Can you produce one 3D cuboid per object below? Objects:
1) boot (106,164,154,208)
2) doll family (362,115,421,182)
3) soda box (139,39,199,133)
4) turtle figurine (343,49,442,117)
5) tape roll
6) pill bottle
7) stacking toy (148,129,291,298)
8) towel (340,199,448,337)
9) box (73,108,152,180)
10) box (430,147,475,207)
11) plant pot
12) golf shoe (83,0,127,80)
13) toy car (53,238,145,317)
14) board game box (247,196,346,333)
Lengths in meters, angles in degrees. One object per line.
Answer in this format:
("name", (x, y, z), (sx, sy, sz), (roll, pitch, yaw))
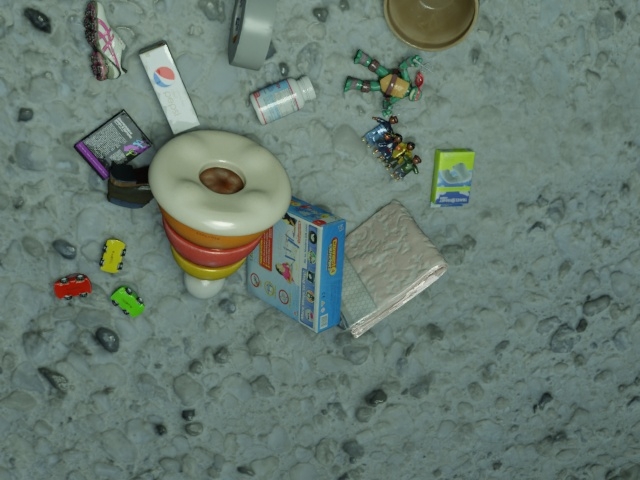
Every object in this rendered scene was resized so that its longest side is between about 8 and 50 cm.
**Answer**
("boot", (-0.457, -0.138, 1.977), (0.219, 0.082, 0.106), (6, 140, -28))
("doll family", (0.203, -0.259, 2.059), (0.111, 0.076, 0.193), (-38, 113, 11))
("soda box", (-0.377, -0.383, 1.871), (0.073, 0.069, 0.216), (-22, 116, -3))
("turtle figurine", (0.188, -0.408, 1.965), (0.234, 0.118, 0.175), (19, 94, -4))
("tape roll", (-0.163, -0.519, 1.775), (0.072, 0.219, 0.219), (9, 112, -16))
("pill bottle", (-0.097, -0.367, 1.933), (0.160, 0.087, 0.087), (-24, 117, -2))
("stacking toy", (-0.292, -0.015, 1.951), (0.350, 0.351, 0.480), (6, 137, -16))
("towel", (0.153, 0.065, 2.050), (0.317, 0.332, 0.053), (-37, 129, 6))
("box", (-0.532, -0.245, 1.920), (0.162, 0.029, 0.116), (-34, 117, 5))
("box", (0.378, -0.174, 2.154), (0.108, 0.042, 0.178), (-3, 113, -11))
("plant pot", (0.282, -0.606, 1.876), (0.237, 0.110, 0.237), (10, 135, 10))
("golf shoe", (-0.518, -0.483, 1.804), (0.085, 0.067, 0.186), (-21, 120, -33))
("toy car", (-0.577, 0.124, 2.062), (0.239, 0.053, 0.225), (-39, 117, 6))
("board game box", (-0.073, 0.046, 2.005), (0.086, 0.301, 0.309), (-18, 122, -39))
